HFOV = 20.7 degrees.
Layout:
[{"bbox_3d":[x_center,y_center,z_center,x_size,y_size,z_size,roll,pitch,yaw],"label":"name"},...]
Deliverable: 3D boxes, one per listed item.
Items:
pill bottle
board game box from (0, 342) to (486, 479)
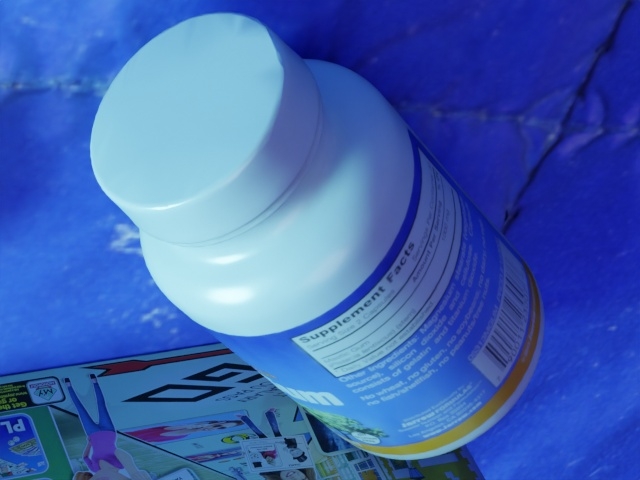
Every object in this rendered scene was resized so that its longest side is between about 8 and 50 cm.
[{"bbox_3d":[0.000,0.000,0.927,0.152,0.152,0.272,-37,138,9],"label":"pill bottle"},{"bbox_3d":[-0.062,0.153,0.999,0.317,0.213,0.046,-8,135,-24],"label":"board game box"}]
